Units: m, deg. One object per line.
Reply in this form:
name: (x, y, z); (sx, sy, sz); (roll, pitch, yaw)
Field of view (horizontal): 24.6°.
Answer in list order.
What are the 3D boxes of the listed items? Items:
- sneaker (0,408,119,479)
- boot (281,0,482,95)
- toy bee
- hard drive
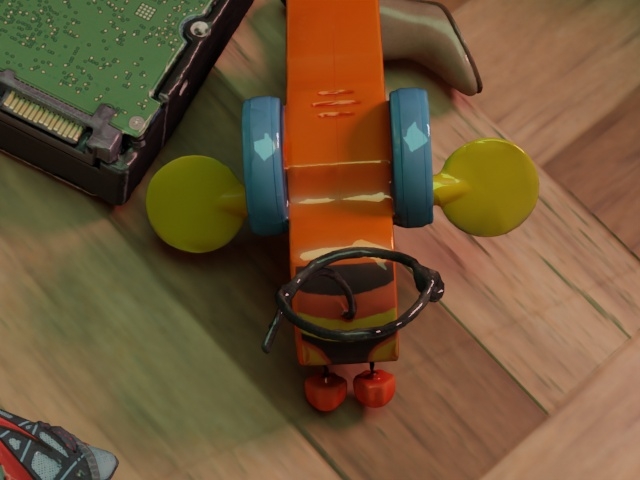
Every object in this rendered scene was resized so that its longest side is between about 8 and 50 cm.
sneaker: (-0.159, 0.128, 0.692); (0.125, 0.104, 0.262); (-32, 76, -41)
boot: (0.032, -0.121, 0.871); (0.087, 0.042, 0.118); (-24, 68, -13)
toy bee: (0.000, 0.000, 0.757); (0.195, 0.162, 0.298); (11, 40, 18)
hard drive: (-0.137, -0.208, 0.870); (0.236, 0.064, 0.339); (25, 61, 4)
